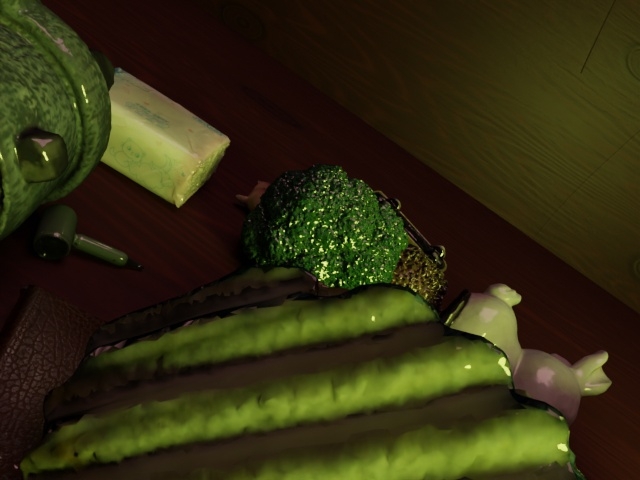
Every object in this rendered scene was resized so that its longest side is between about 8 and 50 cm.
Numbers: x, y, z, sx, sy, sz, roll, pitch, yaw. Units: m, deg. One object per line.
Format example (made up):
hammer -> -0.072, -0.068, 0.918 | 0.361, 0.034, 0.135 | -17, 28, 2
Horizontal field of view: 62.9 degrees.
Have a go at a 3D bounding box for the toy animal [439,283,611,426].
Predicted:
toy animal -> 0.351, 0.227, 0.948 | 0.310, 0.183, 0.247 | 36, 57, 10

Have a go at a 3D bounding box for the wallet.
wallet -> -0.262, 0.151, 0.503 | 0.132, 0.039, 0.243 | 30, 23, -26

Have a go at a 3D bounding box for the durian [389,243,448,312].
durian -> 0.142, 0.087, 1.020 | 0.195, 0.167, 0.196 | 4, 10, -1

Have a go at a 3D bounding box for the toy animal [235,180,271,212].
toy animal -> -0.098, -0.076, 1.102 | 0.083, 0.089, 0.150 | 25, 16, 39

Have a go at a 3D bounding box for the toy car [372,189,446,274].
toy car -> 0.183, 0.001, 1.260 | 0.257, 0.124, 0.101 | 49, 26, 10

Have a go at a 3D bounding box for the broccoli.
broccoli -> 0.000, 0.000, 0.922 | 0.294, 0.265, 0.245 | 5, -23, 25

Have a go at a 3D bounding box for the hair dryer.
hair dryer -> -0.309, 0.012, 0.712 | 0.150, 0.047, 0.071 | 32, 23, -34

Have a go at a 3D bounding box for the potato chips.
potato chips -> -0.032, 0.182, 0.368 | 0.070, 0.428, 0.359 | 69, 11, -63

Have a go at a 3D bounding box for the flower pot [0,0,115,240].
flower pot -> -0.392, -0.162, 0.598 | 0.298, 0.299, 0.283 | 28, 28, -14

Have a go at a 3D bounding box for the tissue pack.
tissue pack -> -0.326, -0.199, 0.977 | 0.271, 0.124, 0.201 | 32, 27, -6
